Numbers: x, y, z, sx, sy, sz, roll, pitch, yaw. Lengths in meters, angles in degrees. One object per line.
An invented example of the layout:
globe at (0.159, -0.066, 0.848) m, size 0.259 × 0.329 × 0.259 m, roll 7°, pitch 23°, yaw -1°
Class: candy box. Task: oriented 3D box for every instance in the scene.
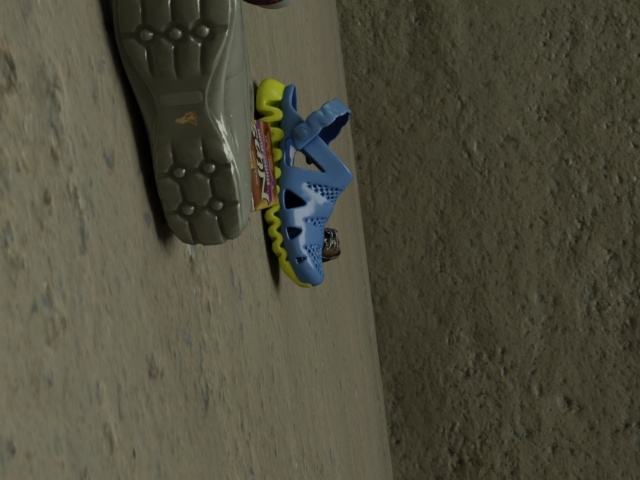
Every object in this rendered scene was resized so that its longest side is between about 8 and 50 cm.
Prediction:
candy box at (-0.093, -0.089, 1.223) m, size 0.187 × 0.053 × 0.109 m, roll -33°, pitch 117°, yaw -81°

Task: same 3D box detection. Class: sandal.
sandal at (-0.016, -0.090, 1.502) m, size 0.126 × 0.138 × 0.317 m, roll 20°, pitch 65°, yaw -84°

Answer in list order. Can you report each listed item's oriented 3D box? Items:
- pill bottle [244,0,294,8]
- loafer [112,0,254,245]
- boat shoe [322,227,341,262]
pill bottle at (-0.079, -0.372, 1.314) m, size 0.221 × 0.121 × 0.121 m, roll 0°, pitch 83°, yaw -83°
loafer at (-0.117, -0.153, 0.904) m, size 0.111 × 0.112 × 0.319 m, roll -93°, pitch -178°, yaw -65°
boat shoe at (0.000, 0.000, 1.807) m, size 0.183 × 0.066 × 0.066 m, roll 46°, pitch 38°, yaw -78°
